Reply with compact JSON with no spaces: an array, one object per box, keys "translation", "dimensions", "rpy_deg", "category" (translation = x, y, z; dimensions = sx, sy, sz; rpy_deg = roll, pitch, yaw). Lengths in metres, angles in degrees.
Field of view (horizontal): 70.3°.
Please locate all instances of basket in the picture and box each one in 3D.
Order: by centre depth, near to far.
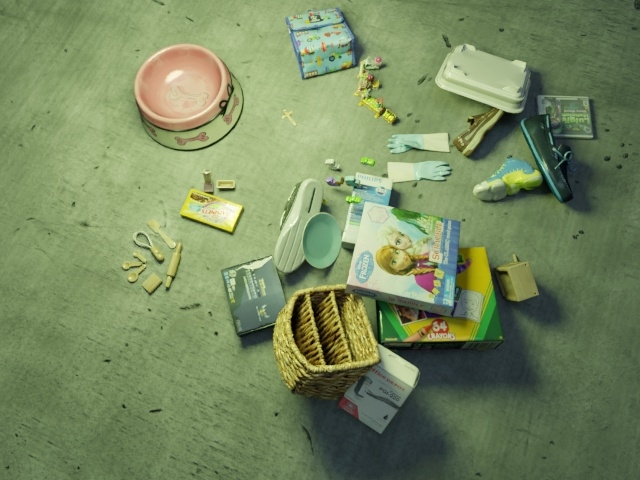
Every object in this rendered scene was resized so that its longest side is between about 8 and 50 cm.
[{"translation":[0.001,0.269,1.314],"dimensions":[0.213,0.223,0.299],"rpy_deg":[22,34,-29],"category":"basket"}]

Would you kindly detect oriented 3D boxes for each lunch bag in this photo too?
[{"translation":[-0.006,-0.809,1.795],"dimensions":[0.221,0.138,0.293],"rpy_deg":[-14,61,-1],"category":"lunch bag"}]

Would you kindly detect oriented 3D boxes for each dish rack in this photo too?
[{"translation":[0.615,-0.616,1.679],"dimensions":[0.333,0.072,0.285],"rpy_deg":[22,55,10],"category":"dish rack"}]

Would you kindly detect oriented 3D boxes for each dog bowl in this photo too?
[{"translation":[-0.505,-0.552,1.706],"dimensions":[0.408,0.150,0.408],"rpy_deg":[-1,72,2],"category":"dog bowl"}]

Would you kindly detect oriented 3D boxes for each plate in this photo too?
[{"translation":[0.000,0.000,1.525],"dimensions":[0.024,0.188,0.188],"rpy_deg":[4,68,46],"category":"plate"}]

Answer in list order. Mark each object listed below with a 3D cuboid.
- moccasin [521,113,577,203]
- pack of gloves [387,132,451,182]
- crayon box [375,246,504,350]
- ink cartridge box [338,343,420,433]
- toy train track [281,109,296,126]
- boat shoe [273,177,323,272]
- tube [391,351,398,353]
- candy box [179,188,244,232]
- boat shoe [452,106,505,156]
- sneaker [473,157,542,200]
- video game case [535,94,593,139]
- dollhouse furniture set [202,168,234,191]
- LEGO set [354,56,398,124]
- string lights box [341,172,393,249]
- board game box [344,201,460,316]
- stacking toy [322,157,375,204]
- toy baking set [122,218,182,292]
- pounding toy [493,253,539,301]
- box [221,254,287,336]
[{"translation":[0.809,-0.299,1.576],"dimensions":[0.117,0.138,0.342],"rpy_deg":[-22,73,21],"category":"moccasin"},{"translation":[0.360,-0.311,1.655],"dimensions":[0.232,0.046,0.195],"rpy_deg":[-2,72,2],"category":"pack of gloves"},{"translation":[0.358,0.182,1.443],"dimensions":[0.363,0.106,0.313],"rpy_deg":[-1,61,1],"category":"crayon box"},{"translation":[0.172,0.438,1.347],"dimensions":[0.158,0.092,0.218],"rpy_deg":[30,116,11],"category":"ink cartridge box"},{"translation":[-0.118,-0.471,1.737],"dimensions":[0.048,0.014,0.083],"rpy_deg":[-33,75,-8],"category":"toy train track"},{"translation":[-0.080,-0.049,1.556],"dimensions":[0.121,0.119,0.335],"rpy_deg":[25,80,-26],"category":"boat shoe"},{"translation":[0.283,0.271,1.480],"dimensions":[0.080,0.052,0.207],"rpy_deg":[37,72,7],"category":"tube"},{"translation":[-0.389,-0.106,1.628],"dimensions":[0.206,0.027,0.105],"rpy_deg":[18,77,8],"category":"candy box"},{"translation":[0.580,-0.428,1.653],"dimensions":[0.095,0.095,0.257],"rpy_deg":[39,78,7],"category":"boat shoe"},{"translation":[0.647,-0.220,1.608],"dimensions":[0.240,0.091,0.126],"rpy_deg":[-9,54,0],"category":"sneaker"},{"translation":[0.907,-0.460,1.693],"dimensions":[0.190,0.022,0.173],"rpy_deg":[3,73,3],"category":"video game case"},{"translation":[-0.368,-0.234,1.635],"dimensions":[0.114,0.081,0.091],"rpy_deg":[0,59,-7],"category":"dollhouse furniture set"},{"translation":[0.198,-0.572,1.708],"dimensions":[0.132,0.107,0.287],"rpy_deg":[-13,73,-2],"category":"LEGO set"},{"translation":[0.163,-0.096,1.579],"dimensions":[0.133,0.077,0.259],"rpy_deg":[12,74,6],"category":"string lights box"},{"translation":[0.262,0.048,1.415],"dimensions":[0.318,0.066,0.318],"rpy_deg":[12,57,5],"category":"board game box"},{"translation":[0.080,-0.202,1.576],"dimensions":[0.221,0.052,0.167],"rpy_deg":[6,69,41],"category":"stacking toy"},{"translation":[-0.582,0.051,1.584],"dimensions":[0.197,0.030,0.256],"rpy_deg":[15,74,6],"category":"toy baking set"},{"translation":[0.638,0.118,1.480],"dimensions":[0.100,0.141,0.130],"rpy_deg":[-17,88,-3],"category":"pounding toy"},{"translation":[-0.215,0.183,1.516],"dimensions":[0.183,0.059,0.232],"rpy_deg":[-16,74,-4],"category":"box"}]
